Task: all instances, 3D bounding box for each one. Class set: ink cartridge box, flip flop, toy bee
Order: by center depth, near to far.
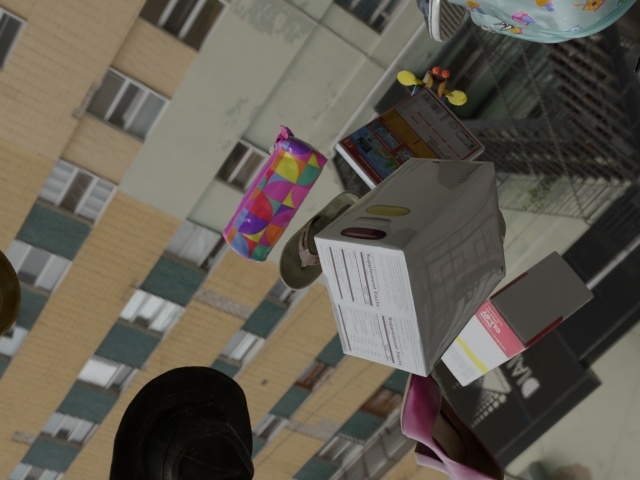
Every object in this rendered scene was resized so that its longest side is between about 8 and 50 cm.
[{"bbox_3d":[0.000,0.000,1.510,0.112,0.277,0.080,44,-166,1],"label":"flip flop"},{"bbox_3d":[0.516,0.227,1.822,0.279,0.385,0.160,-30,-106,-26],"label":"ink cartridge box"},{"bbox_3d":[0.323,-0.418,1.840,0.195,0.162,0.298,9,-142,-17],"label":"toy bee"}]

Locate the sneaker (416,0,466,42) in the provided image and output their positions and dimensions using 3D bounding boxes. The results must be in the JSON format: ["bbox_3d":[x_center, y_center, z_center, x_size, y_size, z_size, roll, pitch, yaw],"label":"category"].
[{"bbox_3d":[0.244,-0.588,1.376,0.127,0.321,0.126,25,-144,35],"label":"sneaker"}]

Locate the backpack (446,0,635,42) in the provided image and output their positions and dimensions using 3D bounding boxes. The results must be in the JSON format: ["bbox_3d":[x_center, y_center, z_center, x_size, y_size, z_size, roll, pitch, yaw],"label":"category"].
[{"bbox_3d":[0.209,-0.265,0.589,0.188,0.166,0.144,37,177,43],"label":"backpack"}]

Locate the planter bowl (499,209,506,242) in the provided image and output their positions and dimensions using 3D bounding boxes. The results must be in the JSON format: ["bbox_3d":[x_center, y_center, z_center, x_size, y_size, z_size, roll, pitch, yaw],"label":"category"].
[{"bbox_3d":[0.534,-0.023,2.134,0.162,0.162,0.109,26,-151,-28],"label":"planter bowl"}]

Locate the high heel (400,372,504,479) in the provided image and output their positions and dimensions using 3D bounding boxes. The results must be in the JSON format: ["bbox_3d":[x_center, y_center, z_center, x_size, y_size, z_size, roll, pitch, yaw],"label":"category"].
[{"bbox_3d":[0.265,0.364,1.280,0.377,0.181,0.127,67,-143,-50],"label":"high heel"}]

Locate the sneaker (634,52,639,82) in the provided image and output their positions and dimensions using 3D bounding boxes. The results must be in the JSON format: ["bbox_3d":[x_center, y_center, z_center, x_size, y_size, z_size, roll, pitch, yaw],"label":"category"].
[{"bbox_3d":[0.700,-0.382,1.363,0.078,0.234,0.106,-19,-156,-16],"label":"sneaker"}]

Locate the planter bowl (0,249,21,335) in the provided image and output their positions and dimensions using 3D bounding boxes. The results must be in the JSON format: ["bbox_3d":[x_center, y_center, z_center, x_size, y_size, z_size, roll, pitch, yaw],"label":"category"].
[{"bbox_3d":[-0.615,0.087,1.070,0.217,0.090,0.217,40,-147,-33],"label":"planter bowl"}]

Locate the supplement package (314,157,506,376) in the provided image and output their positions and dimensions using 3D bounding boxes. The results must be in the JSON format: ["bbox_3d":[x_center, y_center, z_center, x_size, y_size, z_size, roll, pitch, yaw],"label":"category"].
[{"bbox_3d":[0.143,0.025,0.954,0.145,0.204,0.262,9,-144,38],"label":"supplement package"}]

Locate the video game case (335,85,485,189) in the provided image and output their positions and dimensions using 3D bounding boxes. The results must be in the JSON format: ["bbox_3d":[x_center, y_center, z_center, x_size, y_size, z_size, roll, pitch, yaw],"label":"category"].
[{"bbox_3d":[0.203,-0.206,1.457,0.285,0.025,0.204,-35,-102,-24],"label":"video game case"}]

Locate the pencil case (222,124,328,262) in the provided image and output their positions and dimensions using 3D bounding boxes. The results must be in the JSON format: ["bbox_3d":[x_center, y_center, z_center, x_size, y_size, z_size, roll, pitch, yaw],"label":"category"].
[{"bbox_3d":[-0.084,-0.079,1.142,0.104,0.236,0.104,28,-166,-7],"label":"pencil case"}]

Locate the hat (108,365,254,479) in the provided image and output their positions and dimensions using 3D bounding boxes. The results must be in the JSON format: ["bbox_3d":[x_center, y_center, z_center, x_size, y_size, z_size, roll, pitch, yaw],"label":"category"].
[{"bbox_3d":[-0.205,0.388,1.178,0.134,0.331,0.331,6,176,41],"label":"hat"}]
